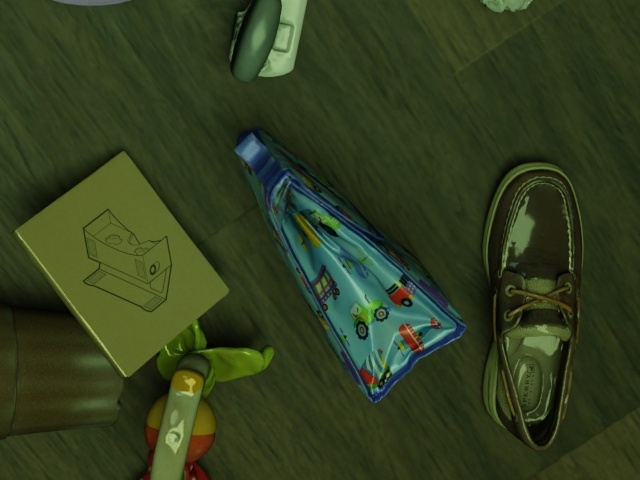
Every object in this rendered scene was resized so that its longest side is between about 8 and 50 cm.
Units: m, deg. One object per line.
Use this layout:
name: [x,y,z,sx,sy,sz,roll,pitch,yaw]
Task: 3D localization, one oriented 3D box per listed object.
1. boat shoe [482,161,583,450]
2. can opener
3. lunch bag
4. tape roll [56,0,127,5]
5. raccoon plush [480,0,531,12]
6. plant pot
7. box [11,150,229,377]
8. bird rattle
boat shoe: [0.256,0.082,1.986,0.123,0.123,0.342,1,108,-11]
can opener: [-0.038,-0.306,1.826,0.074,0.093,0.280,9,102,-12]
lunch bag: [0.000,0.000,1.860,0.138,0.221,0.293,-39,111,4]
tape roll: [-0.226,-0.376,1.702,0.275,0.090,0.274,-11,130,-14]
raccoon plush: [0.215,-0.436,1.711,0.216,0.299,0.446,-25,111,-2]
plant pot: [-0.310,0.146,1.891,0.165,0.167,0.167,2,108,-18]
box: [-0.217,0.025,1.871,0.164,0.021,0.201,-40,98,-28]
bird rattle: [-0.165,0.210,1.921,0.143,0.207,0.253,23,94,2]
